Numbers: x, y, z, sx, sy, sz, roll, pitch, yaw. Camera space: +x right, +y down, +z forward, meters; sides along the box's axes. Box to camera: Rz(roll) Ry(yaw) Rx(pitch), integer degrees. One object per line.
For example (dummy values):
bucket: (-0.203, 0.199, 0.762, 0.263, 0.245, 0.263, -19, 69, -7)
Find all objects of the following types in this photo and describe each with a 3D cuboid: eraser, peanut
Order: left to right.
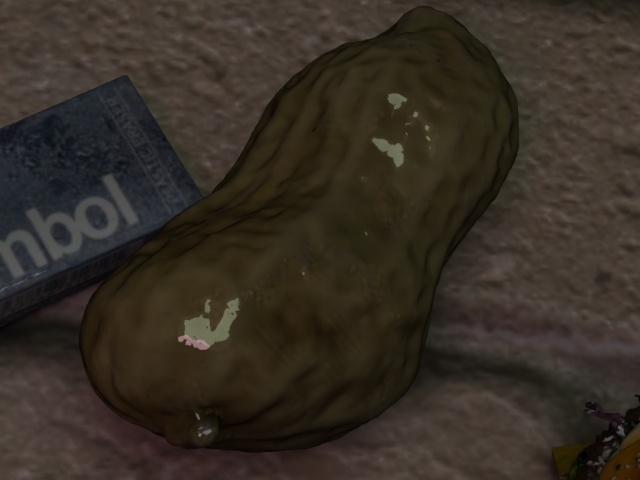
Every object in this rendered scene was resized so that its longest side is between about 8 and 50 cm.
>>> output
eraser: (-0.170, -0.005, 1.029, 0.212, 0.046, 0.092, -26, 74, -24)
peanut: (0.000, 0.009, 1.014, 0.143, 0.159, 0.291, 16, 50, 32)

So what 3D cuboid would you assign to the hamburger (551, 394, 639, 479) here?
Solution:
hamburger: (0.204, 0.159, 1.005, 0.164, 0.093, 0.189, -14, 72, -15)
